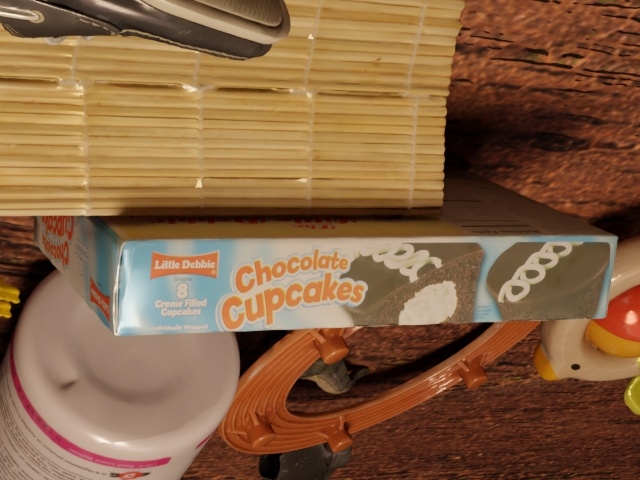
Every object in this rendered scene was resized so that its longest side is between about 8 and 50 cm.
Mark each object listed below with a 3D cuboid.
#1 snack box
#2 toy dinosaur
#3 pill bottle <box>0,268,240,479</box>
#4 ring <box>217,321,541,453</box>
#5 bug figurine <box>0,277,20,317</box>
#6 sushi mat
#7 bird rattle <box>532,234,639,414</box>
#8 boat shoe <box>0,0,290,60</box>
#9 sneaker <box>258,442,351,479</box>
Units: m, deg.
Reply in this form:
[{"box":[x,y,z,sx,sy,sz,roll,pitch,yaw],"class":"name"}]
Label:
[{"box":[0.000,0.000,0.884,0.322,0.187,0.060,0,105,-25],"class":"snack box"},{"box":[-0.026,0.099,1.176,0.118,0.064,0.268,-22,155,0],"class":"toy dinosaur"},{"box":[-0.178,0.144,1.073,0.160,0.160,0.283,0,149,-25],"class":"pill bottle"},{"box":[0.072,0.098,1.174,0.336,0.032,0.336,-23,156,-11],"class":"ring"},{"box":[-0.329,0.042,0.911,0.279,0.072,0.216,19,132,-39],"class":"bug figurine"},{"box":[-0.063,-0.087,0.764,0.316,0.019,0.151,0,107,-25],"class":"sushi mat"},{"box":[0.284,0.054,1.141,0.207,0.143,0.253,-6,148,-21],"class":"bird rattle"},{"box":[-0.124,-0.134,0.676,0.233,0.084,0.079,14,138,-30],"class":"boat shoe"},{"box":[-0.027,0.225,1.417,0.089,0.051,0.170,-1,144,-24],"class":"sneaker"}]
